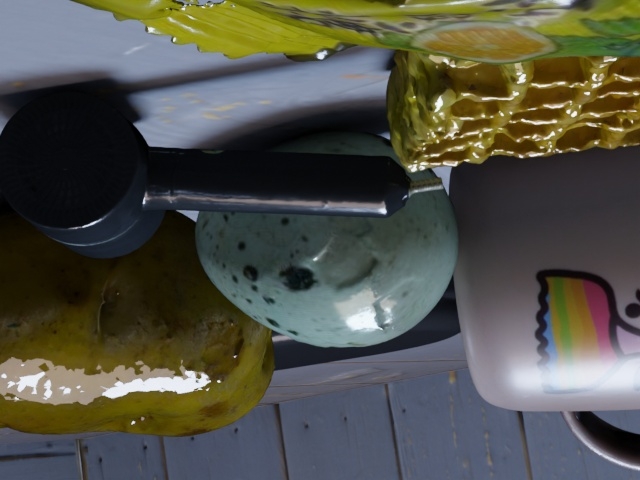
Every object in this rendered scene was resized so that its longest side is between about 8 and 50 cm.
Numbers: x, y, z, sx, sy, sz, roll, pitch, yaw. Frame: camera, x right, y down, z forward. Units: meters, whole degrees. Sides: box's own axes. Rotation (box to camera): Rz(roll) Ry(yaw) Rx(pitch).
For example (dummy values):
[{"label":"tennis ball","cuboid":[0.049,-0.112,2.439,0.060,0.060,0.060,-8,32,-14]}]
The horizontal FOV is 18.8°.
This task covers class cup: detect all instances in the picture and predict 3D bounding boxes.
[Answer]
[{"label":"cup","cuboid":[0.194,0.040,1.218,0.200,0.253,0.191,-7,-150,10]}]

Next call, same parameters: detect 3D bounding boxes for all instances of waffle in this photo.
[{"label":"waffle","cuboid":[0.115,-0.084,0.912,0.160,0.055,0.211,-8,172,-1]}]

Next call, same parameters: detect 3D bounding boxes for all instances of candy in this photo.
[{"label":"candy","cuboid":[0.070,-0.101,0.658,0.297,0.081,0.187,-13,169,31]}]

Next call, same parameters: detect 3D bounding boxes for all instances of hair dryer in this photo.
[{"label":"hair dryer","cuboid":[-0.047,-0.030,0.981,0.219,0.071,0.124,1,174,5]}]

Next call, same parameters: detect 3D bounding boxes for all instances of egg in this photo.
[{"label":"egg","cuboid":[0.000,0.000,1.135,0.164,0.131,0.131,-4,174,22]}]

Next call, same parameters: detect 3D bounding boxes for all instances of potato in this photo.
[{"label":"potato","cuboid":[-0.207,0.048,1.231,0.369,0.176,0.195,2,-151,-15]}]

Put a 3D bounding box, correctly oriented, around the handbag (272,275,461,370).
[{"label":"handbag","cuboid":[-0.025,0.051,1.597,0.308,0.093,0.254,-9,170,9]}]
